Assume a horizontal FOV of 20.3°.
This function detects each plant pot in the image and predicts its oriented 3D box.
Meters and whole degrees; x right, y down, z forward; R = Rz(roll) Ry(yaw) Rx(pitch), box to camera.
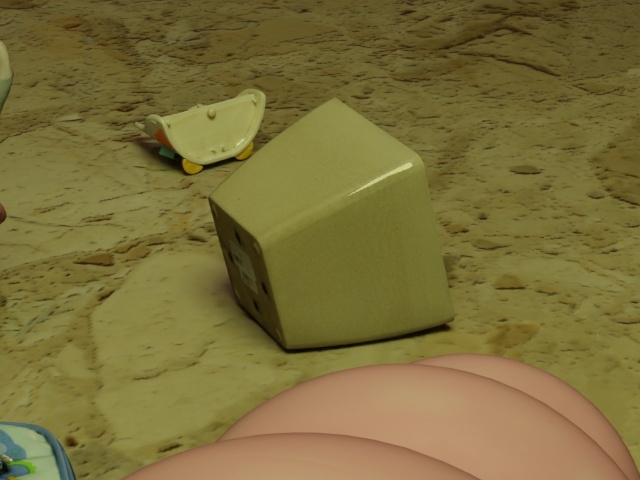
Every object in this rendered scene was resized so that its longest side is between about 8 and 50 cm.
[{"bbox_3d":[0.000,0.000,1.006,0.096,0.109,0.109,-25,32,-17],"label":"plant pot"}]

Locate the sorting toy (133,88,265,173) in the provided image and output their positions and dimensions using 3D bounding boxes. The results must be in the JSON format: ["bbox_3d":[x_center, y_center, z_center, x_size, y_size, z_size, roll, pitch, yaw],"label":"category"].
[{"bbox_3d":[-0.091,-0.079,1.244,0.083,0.045,0.075,-18,23,-31],"label":"sorting toy"}]

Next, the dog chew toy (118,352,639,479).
[{"bbox_3d":[0.023,0.133,0.563,0.206,0.206,0.332,8,18,18],"label":"dog chew toy"}]

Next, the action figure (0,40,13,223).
[{"bbox_3d":[-0.310,-0.010,0.945,0.248,0.276,0.370,-3,44,-50],"label":"action figure"}]

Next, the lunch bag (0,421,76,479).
[{"bbox_3d":[-0.162,0.151,0.686,0.176,0.090,0.219,-7,23,-14],"label":"lunch bag"}]
